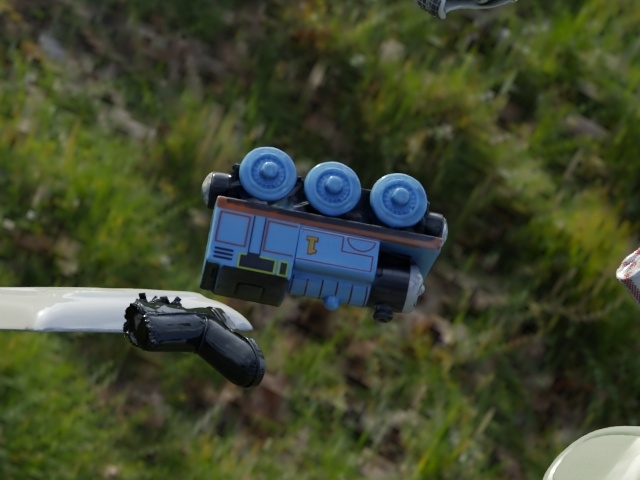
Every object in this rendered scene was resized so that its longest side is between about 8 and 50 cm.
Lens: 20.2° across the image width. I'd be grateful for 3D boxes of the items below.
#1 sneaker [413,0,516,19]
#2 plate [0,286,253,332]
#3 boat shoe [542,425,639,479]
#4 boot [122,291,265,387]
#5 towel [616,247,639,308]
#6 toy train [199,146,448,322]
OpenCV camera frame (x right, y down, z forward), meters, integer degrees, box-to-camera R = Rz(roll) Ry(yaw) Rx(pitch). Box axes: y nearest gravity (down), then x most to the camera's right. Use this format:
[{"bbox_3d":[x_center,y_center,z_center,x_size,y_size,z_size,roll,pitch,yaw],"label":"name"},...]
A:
[{"bbox_3d":[0.191,-0.278,1.783,0.235,0.090,0.095,-22,44,-14],"label":"sneaker"},{"bbox_3d":[-0.262,0.076,2.007,0.277,0.045,0.278,1,0,-38],"label":"plate"},{"bbox_3d":[0.286,0.201,1.328,0.091,0.114,0.302,51,-16,-17],"label":"boat shoe"},{"bbox_3d":[-0.117,0.092,1.634,0.099,0.045,0.121,7,26,-37],"label":"boot"},{"bbox_3d":[0.273,0.000,1.009,0.144,0.197,0.029,47,-2,-22],"label":"towel"},{"bbox_3d":[0.000,0.000,1.312,0.184,0.080,0.105,11,70,-5],"label":"toy train"}]
